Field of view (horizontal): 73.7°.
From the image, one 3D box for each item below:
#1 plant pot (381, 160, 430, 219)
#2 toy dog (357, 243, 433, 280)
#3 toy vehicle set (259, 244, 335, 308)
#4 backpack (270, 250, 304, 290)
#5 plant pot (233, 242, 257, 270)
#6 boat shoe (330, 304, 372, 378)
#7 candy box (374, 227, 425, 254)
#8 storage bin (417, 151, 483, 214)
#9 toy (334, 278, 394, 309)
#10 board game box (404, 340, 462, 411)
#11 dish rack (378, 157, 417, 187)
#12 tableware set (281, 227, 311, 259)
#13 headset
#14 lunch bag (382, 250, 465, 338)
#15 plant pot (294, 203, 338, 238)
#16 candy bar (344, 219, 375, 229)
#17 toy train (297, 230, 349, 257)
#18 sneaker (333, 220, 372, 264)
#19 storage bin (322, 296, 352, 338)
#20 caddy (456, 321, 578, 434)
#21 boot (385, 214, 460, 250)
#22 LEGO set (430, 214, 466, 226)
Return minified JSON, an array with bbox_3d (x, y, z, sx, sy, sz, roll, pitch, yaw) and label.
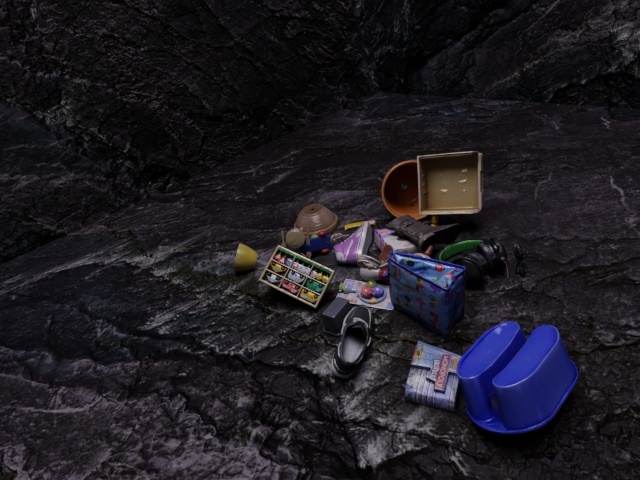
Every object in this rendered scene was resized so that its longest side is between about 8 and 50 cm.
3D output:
[{"bbox_3d":[0.436,-0.261,2.136,0.290,0.291,0.203,-12,15,3],"label":"plant pot"},{"bbox_3d":[0.322,0.087,1.695,0.333,0.220,0.161,11,60,20],"label":"toy dog"},{"bbox_3d":[-0.095,0.146,1.733,0.266,0.035,0.166,24,77,15],"label":"toy vehicle set"},{"bbox_3d":[-0.143,0.139,1.834,0.181,0.152,0.115,-15,35,9],"label":"backpack"},{"bbox_3d":[-0.350,0.087,2.024,0.095,0.134,0.134,11,31,-7],"label":"plant pot"},{"bbox_3d":[0.123,0.322,1.448,0.114,0.091,0.303,22,43,0],"label":"boat shoe"},{"bbox_3d":[0.348,0.013,1.880,0.164,0.070,0.196,-9,30,-12],"label":"candy box"},{"bbox_3d":[0.581,-0.254,1.908,0.260,0.262,0.123,1,10,31],"label":"storage bin"},{"bbox_3d":[0.184,0.196,1.689,0.237,0.056,0.137,3,36,26],"label":"toy"},{"bbox_3d":[0.368,0.404,1.279,0.194,0.060,0.194,3,35,26],"label":"board game box"},{"bbox_3d":[0.497,-0.406,2.521,0.271,0.074,0.208,-23,33,-17],"label":"dish rack"},{"bbox_3d":[-0.108,0.041,1.943,0.128,0.194,0.039,-5,7,2],"label":"tableware set"},{"bbox_3d":[0.607,0.057,1.621,0.243,0.185,0.394,-26,22,-19],"label":"headset"},{"bbox_3d":[0.341,0.171,1.495,0.293,0.221,0.138,20,44,38],"label":"lunch bag"},{"bbox_3d":[-0.031,-0.117,2.227,0.237,0.110,0.237,-10,30,6],"label":"plant pot"},{"bbox_3d":[0.200,-0.079,2.159,0.161,0.018,0.040,-9,35,7],"label":"candy bar"},{"bbox_3d":[0.000,0.000,2.056,0.247,0.105,0.143,-14,13,-17],"label":"toy train"},{"bbox_3d":[0.144,0.004,1.974,0.161,0.102,0.282,-3,33,23],"label":"sneaker"},{"bbox_3d":[0.068,0.278,1.571,0.098,0.091,0.135,12,40,35],"label":"storage bin"},{"bbox_3d":[0.532,0.372,1.160,0.341,0.179,0.241,-32,12,-31],"label":"caddy"},{"bbox_3d":[0.444,-0.059,1.844,0.262,0.091,0.229,-15,33,-26],"label":"boot"},{"bbox_3d":[0.557,-0.081,1.949,0.227,0.093,0.087,-32,35,-27],"label":"LEGO set"}]
